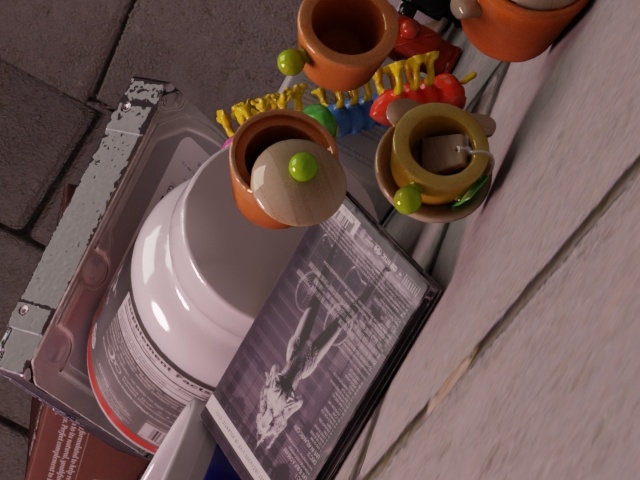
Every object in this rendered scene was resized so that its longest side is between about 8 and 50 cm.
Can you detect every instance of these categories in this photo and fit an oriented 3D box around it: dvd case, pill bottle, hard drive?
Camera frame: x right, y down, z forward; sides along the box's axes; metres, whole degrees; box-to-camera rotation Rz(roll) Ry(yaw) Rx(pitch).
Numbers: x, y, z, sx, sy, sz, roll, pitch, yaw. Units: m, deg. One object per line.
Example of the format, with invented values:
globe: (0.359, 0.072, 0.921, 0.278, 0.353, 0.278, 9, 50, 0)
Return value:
dvd case: (-0.005, 0.088, 1.290, 0.221, 0.018, 0.164, -60, 36, 14)
pill bottle: (-0.080, 0.058, 1.557, 0.210, 0.210, 0.363, -65, 6, -28)
hard drive: (-0.183, 0.033, 1.792, 0.237, 0.064, 0.339, 45, -115, -49)

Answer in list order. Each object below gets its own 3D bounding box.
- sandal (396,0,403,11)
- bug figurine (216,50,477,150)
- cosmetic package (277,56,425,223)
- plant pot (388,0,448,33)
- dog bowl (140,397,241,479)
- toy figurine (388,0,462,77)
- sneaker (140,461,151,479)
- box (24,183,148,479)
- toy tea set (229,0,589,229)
sandal: (0.076, -0.172, 1.964, 0.265, 0.076, 0.102, -60, 1, -8)
bug figurine: (0.016, -0.113, 1.586, 0.279, 0.216, 0.072, -178, 75, -76)
cosmetic package: (0.009, -0.094, 1.792, 0.151, 0.151, 0.183, -57, 6, 47)
plant pot: (0.084, -0.357, 2.149, 0.256, 0.256, 0.274, -59, 23, 27)
dog bowl: (-0.121, 0.270, 1.427, 0.265, 0.104, 0.265, -61, 6, 10)
toy figurine: (0.117, -0.301, 1.834, 0.209, 0.148, 0.213, -58, 6, 38)
sneaker: (-0.254, 0.380, 2.157, 0.299, 0.121, 0.112, -52, -22, 20)
box: (-0.273, 0.123, 2.110, 0.381, 0.143, 0.191, -100, 24, -52)
toy tea set: (0.066, -0.136, 1.208, 0.124, 0.200, 0.336, 110, -175, -64)
